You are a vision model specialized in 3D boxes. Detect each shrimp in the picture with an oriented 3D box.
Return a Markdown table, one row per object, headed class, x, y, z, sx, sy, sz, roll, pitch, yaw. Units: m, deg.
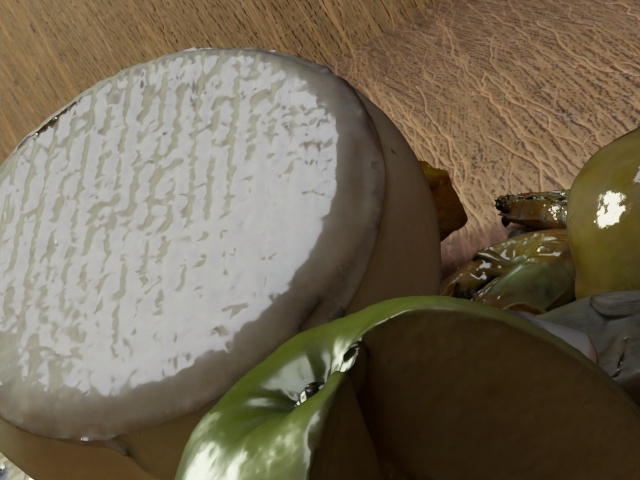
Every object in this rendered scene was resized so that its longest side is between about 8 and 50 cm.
| class | x | y | z | sx | sy | sz | roll | pitch | yaw |
| --- | --- | --- | --- | --- | --- | --- | --- | --- | --- |
| shrimp | 0.254 | -0.035 | 1.686 | 0.091 | 0.043 | 0.184 | -31 | 18 | -36 |
| shrimp | 0.163 | 0.053 | 1.446 | 0.145 | 0.061 | 0.267 | 4 | 33 | 36 |

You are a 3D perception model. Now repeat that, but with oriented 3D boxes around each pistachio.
| class | x | y | z | sx | sy | sz | roll | pitch | yaw |
| --- | --- | --- | --- | --- | --- | --- | --- | --- | --- |
| pistachio | 0.321 | -0.027 | 1.263 | 0.260 | 0.163 | 0.213 | -8 | 58 | 52 |

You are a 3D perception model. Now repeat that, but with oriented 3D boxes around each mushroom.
| class | x | y | z | sx | sy | sz | roll | pitch | yaw |
| --- | --- | --- | --- | --- | --- | --- | --- | --- | --- |
| mushroom | 0.219 | 0.086 | 1.207 | 0.247 | 0.096 | 0.108 | -15 | 45 | 55 |

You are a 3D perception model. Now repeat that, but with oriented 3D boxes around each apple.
| class | x | y | z | sx | sy | sz | roll | pitch | yaw |
| --- | --- | --- | --- | --- | --- | --- | --- | --- | --- |
| apple | 0.042 | 0.175 | 0.898 | 0.295 | 0.258 | 0.233 | -36 | 15 | -25 |

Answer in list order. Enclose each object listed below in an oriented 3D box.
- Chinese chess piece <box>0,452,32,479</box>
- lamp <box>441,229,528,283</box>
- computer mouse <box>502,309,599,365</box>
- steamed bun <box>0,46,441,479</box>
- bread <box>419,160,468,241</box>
| class | x | y | z | sx | sy | sz | roll | pitch | yaw |
| --- | --- | --- | --- | --- | --- | --- | --- | --- | --- |
| Chinese chess piece | -0.344 | 0.274 | 1.471 | 0.257 | 0.104 | 0.257 | -12 | 42 | 11 |
| lamp | 0.170 | 0.026 | 1.647 | 0.121 | 0.041 | 0.054 | -14 | 29 | 37 |
| computer mouse | 0.110 | 0.142 | 1.161 | 0.297 | 0.121 | 0.184 | 4 | 60 | 60 |
| steamed bun | -0.081 | 0.045 | 1.158 | 0.374 | 0.241 | 0.374 | -12 | 53 | 17 |
| bread | 0.000 | 0.000 | 1.773 | 0.185 | 0.109 | 0.380 | -14 | -5 | -32 |
